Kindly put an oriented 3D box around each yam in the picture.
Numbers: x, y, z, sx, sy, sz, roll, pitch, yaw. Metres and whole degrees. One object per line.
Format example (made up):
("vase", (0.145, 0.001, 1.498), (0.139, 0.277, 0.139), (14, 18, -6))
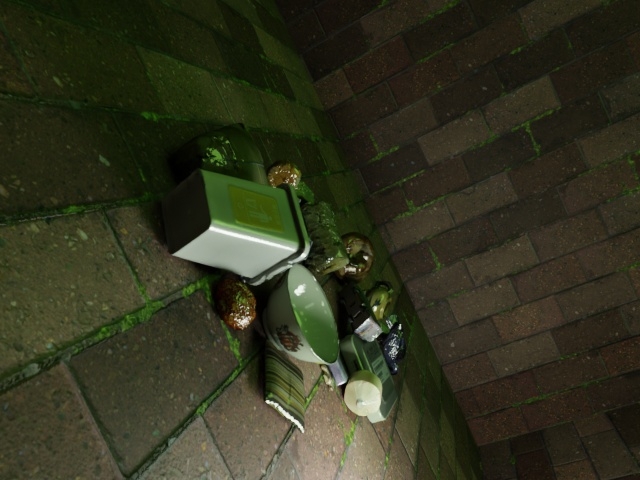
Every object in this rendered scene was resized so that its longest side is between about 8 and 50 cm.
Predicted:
("yam", (0.000, 0.000, 2.069), (0.195, 0.195, 0.300), (33, 36, -61))

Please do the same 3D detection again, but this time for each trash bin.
("trash bin", (-0.243, -0.030, 1.334), (0.367, 0.296, 0.256), (15, 53, -51))

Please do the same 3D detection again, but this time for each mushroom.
("mushroom", (0.149, 0.087, 2.368), (0.283, 0.195, 0.264), (-27, 129, -69))
("mushroom", (0.026, 0.498, 1.761), (0.101, 0.019, 0.049), (67, 18, 7))

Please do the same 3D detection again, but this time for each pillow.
("pillow", (-0.105, 0.423, 1.416), (0.208, 0.052, 0.212), (55, 19, -36))

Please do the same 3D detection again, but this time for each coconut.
("coconut", (0.162, 0.584, 1.845), (0.147, 0.147, 0.153), (63, 15, -8))

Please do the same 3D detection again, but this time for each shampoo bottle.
("shampoo bottle", (0.322, 0.488, 2.538), (0.234, 0.087, 0.118), (47, 21, -46))

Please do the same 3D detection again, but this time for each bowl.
("bowl", (-0.081, 0.253, 1.536), (0.337, 0.157, 0.337), (56, 19, -31))

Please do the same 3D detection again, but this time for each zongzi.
("zongzi", (-0.272, -0.162, 1.524), (0.393, 0.174, 0.356), (69, 21, -12))

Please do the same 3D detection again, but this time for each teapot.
("teapot", (0.261, 0.299, 2.437), (0.269, 0.182, 0.173), (-55, 153, -32))

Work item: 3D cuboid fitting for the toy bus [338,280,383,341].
("toy bus", (0.179, 0.315, 2.175), (0.138, 0.112, 0.317), (42, 14, -24))

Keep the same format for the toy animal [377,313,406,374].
("toy animal", (0.339, 0.506, 2.346), (0.122, 0.298, 0.185), (3, 23, -33))

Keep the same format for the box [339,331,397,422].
("box", (0.224, 0.570, 2.138), (0.373, 0.090, 0.367), (69, 16, 6))

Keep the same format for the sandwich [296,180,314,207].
("sandwich", (-0.089, -0.196, 2.227), (0.258, 0.096, 0.094), (41, 35, -49))

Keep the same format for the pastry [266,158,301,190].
("pastry", (-0.157, -0.267, 2.032), (0.153, 0.153, 0.081), (61, 15, -17))

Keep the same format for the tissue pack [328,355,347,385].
("tissue pack", (0.051, 0.457, 1.805), (0.112, 0.051, 0.156), (55, 12, -81))

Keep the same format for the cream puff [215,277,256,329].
("cream puff", (-0.227, 0.172, 1.338), (0.149, 0.084, 0.149), (56, 21, -34))
